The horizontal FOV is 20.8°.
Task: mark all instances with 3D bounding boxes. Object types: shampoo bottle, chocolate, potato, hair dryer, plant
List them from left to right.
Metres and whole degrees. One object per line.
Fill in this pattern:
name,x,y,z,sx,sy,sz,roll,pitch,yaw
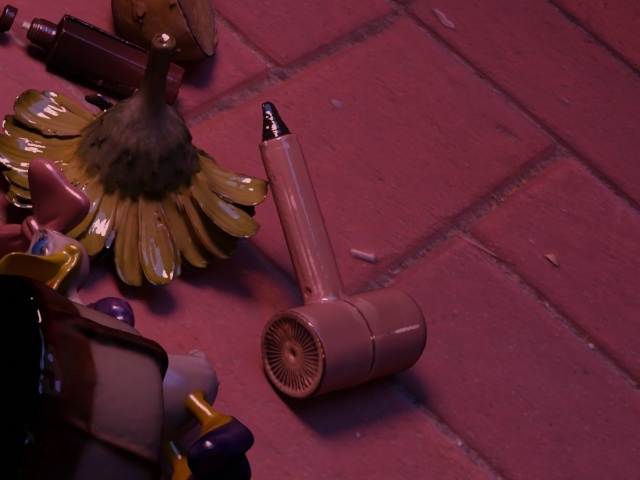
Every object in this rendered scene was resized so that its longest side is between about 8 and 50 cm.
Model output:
chocolate,-0.256,0.179,1.598,0.186,0.283,0.284,23,36,-39
shampoo bottle,-0.289,-0.234,2.190,0.236,0.068,0.067,23,38,-17
plant,-0.225,-0.116,2.012,0.305,0.297,0.261,-10,22,-24
potato,-0.215,-0.316,2.295,0.202,0.117,0.182,-95,162,-48
hair dryer,0.000,0.000,2.016,0.189,0.106,0.344,-12,84,-44

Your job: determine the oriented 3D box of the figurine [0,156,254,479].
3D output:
figurine,-0.211,0.109,1.799,0.421,0.154,0.193,45,33,12
